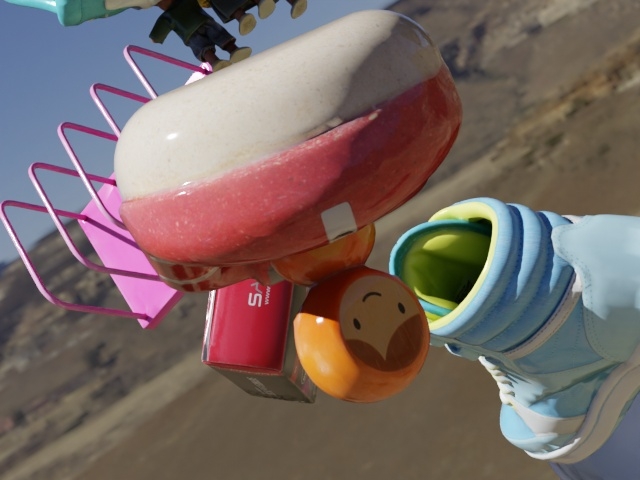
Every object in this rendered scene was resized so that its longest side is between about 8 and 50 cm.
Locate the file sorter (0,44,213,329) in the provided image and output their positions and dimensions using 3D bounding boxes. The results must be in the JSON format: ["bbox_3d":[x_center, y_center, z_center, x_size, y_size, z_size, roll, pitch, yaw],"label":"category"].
[{"bbox_3d":[-0.227,-0.067,1.777,0.290,0.202,0.182,-48,-32,21],"label":"file sorter"}]

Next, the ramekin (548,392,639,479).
[{"bbox_3d":[0.348,0.196,1.602,0.207,0.207,0.109,-31,-23,12],"label":"ramekin"}]

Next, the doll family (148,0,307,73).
[{"bbox_3d":[-0.059,-0.224,1.128,0.193,0.111,0.076,-39,-20,-11],"label":"doll family"}]

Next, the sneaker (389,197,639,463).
[{"bbox_3d":[0.138,0.064,1.082,0.319,0.208,0.127,110,168,-57],"label":"sneaker"}]

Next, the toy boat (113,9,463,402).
[{"bbox_3d":[0.000,0.000,0.640,0.151,0.151,0.231,-25,-8,-5],"label":"toy boat"}]

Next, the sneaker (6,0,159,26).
[{"bbox_3d":[-0.239,-0.242,1.111,0.275,0.107,0.110,30,48,33],"label":"sneaker"}]

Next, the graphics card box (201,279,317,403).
[{"bbox_3d":[-0.050,0.055,1.655,0.094,0.232,0.371,6,-12,5],"label":"graphics card box"}]
